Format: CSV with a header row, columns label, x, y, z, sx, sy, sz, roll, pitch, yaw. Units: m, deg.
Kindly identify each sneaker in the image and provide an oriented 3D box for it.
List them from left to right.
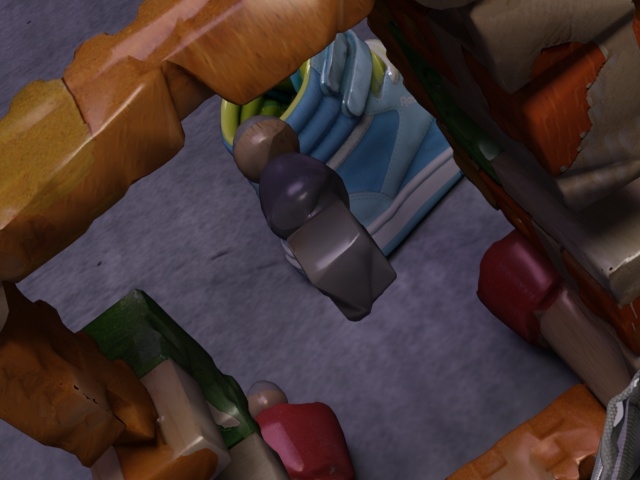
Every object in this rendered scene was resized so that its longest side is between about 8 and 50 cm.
label,x,y,z,sx,sy,sz,roll,pitch,yaw
sneaker,0.051,-0.140,0.813,0.127,0.208,0.319,18,62,48

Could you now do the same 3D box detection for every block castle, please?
label,x,y,z,sx,sy,sz,roll,pitch,yaw
block castle,0.000,0.000,0.516,0.303,0.453,0.213,-36,46,2

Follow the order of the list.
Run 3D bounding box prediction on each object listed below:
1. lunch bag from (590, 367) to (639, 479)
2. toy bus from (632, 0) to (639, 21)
label,x,y,z,sx,sy,sz,roll,pitch,yaw
lunch bag,0.266,0.114,0.364,0.287,0.235,0.169,-4,54,34
toy bus,0.209,-0.199,0.784,0.202,0.104,0.191,-30,34,61
